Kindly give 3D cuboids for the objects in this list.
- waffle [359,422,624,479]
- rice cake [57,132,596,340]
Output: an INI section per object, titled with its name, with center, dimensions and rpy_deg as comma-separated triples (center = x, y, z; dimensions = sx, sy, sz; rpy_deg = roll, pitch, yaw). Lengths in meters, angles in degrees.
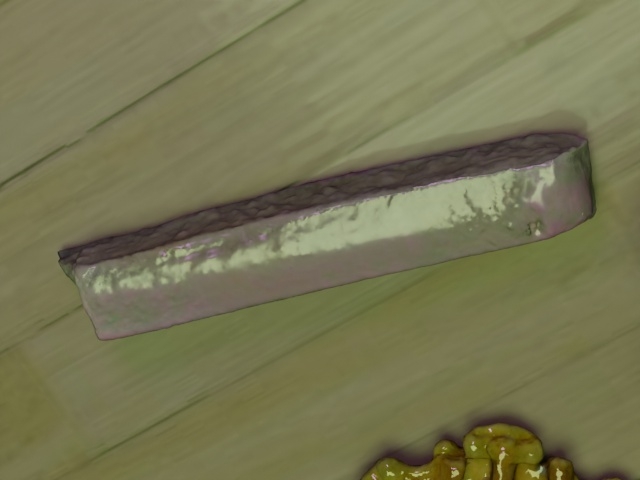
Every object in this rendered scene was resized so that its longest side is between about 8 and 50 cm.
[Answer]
[waffle]
center = 0.128, 0.285, 1.395
dimensions = 0.281, 0.058, 0.301
rpy_deg = 30, 111, -5
[rice cake]
center = 0.000, 0.000, 1.298
dimensions = 0.399, 0.064, 0.070
rpy_deg = -13, 114, 12
